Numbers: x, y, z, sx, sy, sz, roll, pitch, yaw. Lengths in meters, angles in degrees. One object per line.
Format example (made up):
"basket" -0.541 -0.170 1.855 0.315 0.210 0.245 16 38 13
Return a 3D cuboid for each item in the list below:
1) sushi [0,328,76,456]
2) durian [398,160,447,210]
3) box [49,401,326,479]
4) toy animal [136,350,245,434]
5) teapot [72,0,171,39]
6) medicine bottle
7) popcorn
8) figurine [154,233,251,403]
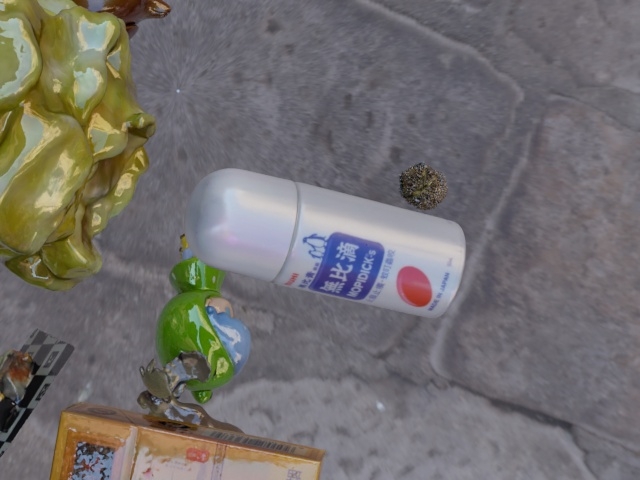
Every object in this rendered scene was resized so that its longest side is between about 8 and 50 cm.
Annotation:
"sushi" -0.358 0.179 1.239 0.040 0.193 0.210 39 75 -23
"durian" 0.165 -0.085 1.839 0.080 0.091 0.080 0 91 31
"box" -0.144 0.280 1.209 0.274 0.076 0.174 10 90 5
"toy animal" -0.193 0.260 1.694 0.214 0.094 0.186 27 110 -24
"teapot" -0.326 -0.290 1.560 0.252 0.178 0.135 -22 93 -6
"medicine bottle" 0.000 0.000 1.436 0.341 0.130 0.130 14 95 -16
"popcorn" -0.313 -0.115 1.145 0.293 0.334 0.292 30 94 25
"figurine" -0.188 0.116 1.811 0.143 0.162 0.263 0 59 -16
